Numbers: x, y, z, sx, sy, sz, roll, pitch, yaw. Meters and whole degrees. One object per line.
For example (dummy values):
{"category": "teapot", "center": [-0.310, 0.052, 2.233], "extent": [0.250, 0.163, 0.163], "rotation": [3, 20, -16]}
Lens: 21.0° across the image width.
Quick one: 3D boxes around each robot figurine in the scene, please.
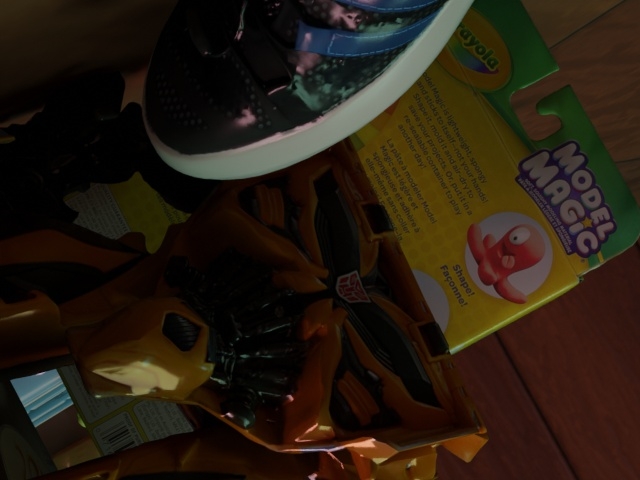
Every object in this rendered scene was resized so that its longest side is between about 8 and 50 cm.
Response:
{"category": "robot figurine", "center": [-0.072, 0.046, 0.475], "extent": [0.291, 0.211, 0.085], "rotation": [-13, 161, -39]}

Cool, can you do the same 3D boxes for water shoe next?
{"category": "water shoe", "center": [0.011, -0.091, 0.420], "extent": [0.203, 0.073, 0.080], "rotation": [-37, 147, 29]}

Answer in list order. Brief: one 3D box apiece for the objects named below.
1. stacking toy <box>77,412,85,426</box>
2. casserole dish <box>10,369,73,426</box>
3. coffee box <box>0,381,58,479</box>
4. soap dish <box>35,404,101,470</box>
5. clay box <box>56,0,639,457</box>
{"category": "stacking toy", "center": [-0.014, 0.030, 0.930], "extent": [0.167, 0.052, 0.221], "rotation": [-47, 166, 25]}
{"category": "casserole dish", "center": [-0.154, 0.074, 0.935], "extent": [0.188, 0.037, 0.114], "rotation": [-33, 171, 22]}
{"category": "coffee box", "center": [-0.129, 0.127, 0.589], "extent": [0.098, 0.246, 0.141], "rotation": [-29, 173, -3]}
{"category": "soap dish", "center": [-0.213, 0.215, 1.321], "extent": [0.229, 0.118, 0.291], "rotation": [-30, 173, 8]}
{"category": "clay box", "center": [0.000, 0.000, 0.666], "extent": [0.222, 0.127, 0.053], "rotation": [-29, 173, 5]}
